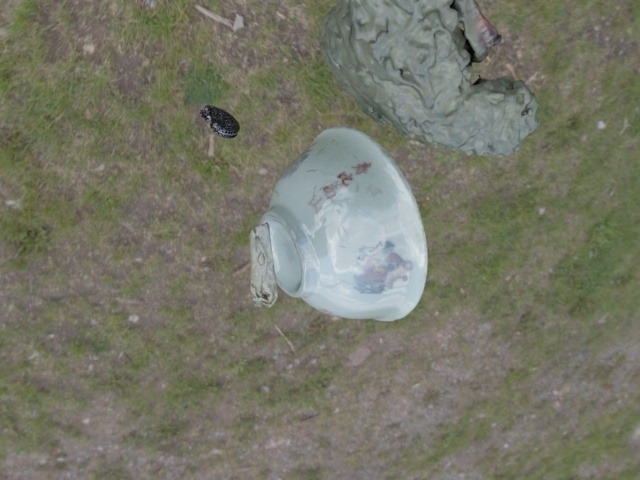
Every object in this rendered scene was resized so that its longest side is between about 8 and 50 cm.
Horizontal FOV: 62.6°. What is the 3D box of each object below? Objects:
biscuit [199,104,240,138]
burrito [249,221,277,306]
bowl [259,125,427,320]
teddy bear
[{"bbox_3d":[-0.207,-0.244,1.079,0.089,0.087,0.027,29,120,-10],"label":"biscuit"},{"bbox_3d":[-0.098,0.041,0.880,0.041,0.055,0.149,-13,106,-35],"label":"burrito"},{"bbox_3d":[0.000,0.000,1.081,0.195,0.434,0.435,-21,126,-27],"label":"bowl"},{"bbox_3d":[0.111,-0.292,0.766,0.224,0.368,0.358,-30,121,-3],"label":"teddy bear"}]
